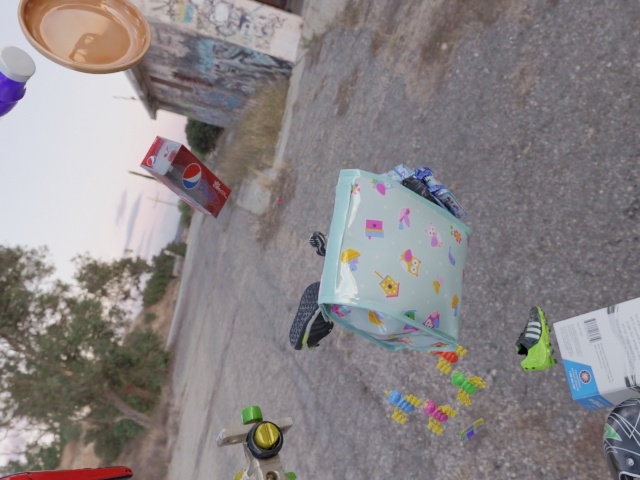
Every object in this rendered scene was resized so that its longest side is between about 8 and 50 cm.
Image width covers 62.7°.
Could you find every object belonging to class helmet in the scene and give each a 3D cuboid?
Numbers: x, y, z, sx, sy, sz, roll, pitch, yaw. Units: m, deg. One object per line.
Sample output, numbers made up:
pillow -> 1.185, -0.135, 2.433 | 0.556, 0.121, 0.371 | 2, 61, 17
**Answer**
helmet -> 0.492, 0.303, 0.754 | 0.169, 0.169, 0.161 | -109, 2, -70

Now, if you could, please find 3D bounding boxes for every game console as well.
game console -> -0.670, 0.617, 1.168 | 0.387, 0.342, 0.060 | -35, 58, 13

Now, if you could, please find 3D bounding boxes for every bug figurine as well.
bug figurine -> 0.328, 0.418, 1.498 | 0.279, 0.216, 0.072 | -49, 12, 4

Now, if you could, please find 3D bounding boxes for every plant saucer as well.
plant saucer -> -0.385, -0.347, 0.868 | 0.037, 0.200, 0.200 | 130, 153, -53

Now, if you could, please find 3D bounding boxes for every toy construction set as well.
toy construction set -> -0.139, 0.419, 0.856 | 0.257, 0.309, 0.237 | 88, 161, -61

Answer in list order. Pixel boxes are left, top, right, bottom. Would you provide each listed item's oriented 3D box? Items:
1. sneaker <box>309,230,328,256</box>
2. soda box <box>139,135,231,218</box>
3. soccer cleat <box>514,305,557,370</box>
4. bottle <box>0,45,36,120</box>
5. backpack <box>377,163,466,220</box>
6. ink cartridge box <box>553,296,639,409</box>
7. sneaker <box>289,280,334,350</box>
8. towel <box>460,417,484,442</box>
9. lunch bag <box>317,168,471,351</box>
sneaker -> 0.000, 0.000, 1.289 | 0.109, 0.040, 0.043 | 68, -146, -63
soda box -> -0.331, -0.154, 1.326 | 0.092, 0.083, 0.263 | -64, -24, -12
soccer cleat -> 0.438, 0.198, 1.085 | 0.072, 0.060, 0.179 | -19, 22, 26
bottle -> -0.671, -0.282, 1.051 | 0.283, 0.092, 0.118 | -26, 27, 31
backpack -> 0.204, -0.093, 1.118 | 0.117, 0.158, 0.173 | -41, 45, 12
ink cartridge box -> 0.530, 0.191, 0.902 | 0.203, 0.086, 0.148 | -27, 45, 34
sneaker -> -0.007, 0.198, 1.374 | 0.234, 0.097, 0.084 | -65, 31, 34
towel -> 0.436, 0.545, 1.509 | 0.009, 0.083, 0.060 | 49, 160, 47
lunch bag -> 0.101, 0.036, 0.816 | 0.160, 0.262, 0.223 | -12, 59, 45
